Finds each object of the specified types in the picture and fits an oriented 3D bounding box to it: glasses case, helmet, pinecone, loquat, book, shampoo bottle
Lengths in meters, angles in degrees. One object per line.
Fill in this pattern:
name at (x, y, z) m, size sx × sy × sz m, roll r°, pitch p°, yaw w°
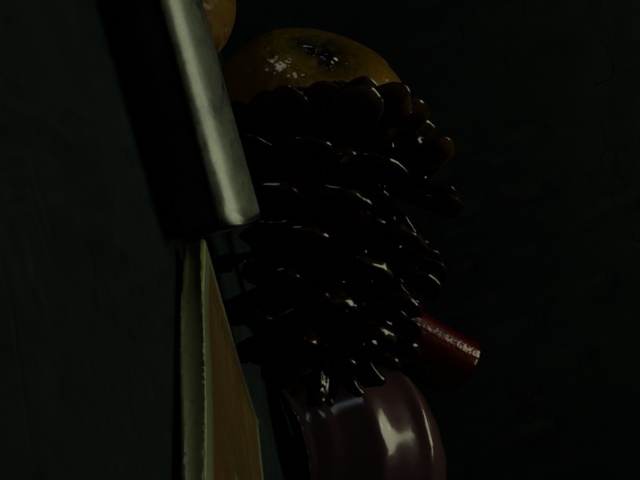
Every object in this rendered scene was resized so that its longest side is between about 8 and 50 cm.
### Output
glasses case at (-0.108, -0.151, 0.557) m, size 0.114 × 0.060 × 0.299 m, roll -119°, pitch -166°, yaw -83°
helmet at (0.059, 0.283, 1.066) m, size 0.338 × 0.197 × 0.270 m, roll 76°, pitch -4°, yaw -57°
pinecone at (-0.001, 0.001, 0.714) m, size 0.246 × 0.247 × 0.292 m, roll 79°, pitch 16°, yaw -65°
loquat at (-0.012, -0.138, 1.020) m, size 0.263 × 0.263 × 0.263 m, roll 165°, pitch -90°, yaw -88°
book at (-0.056, 0.126, 0.500) m, size 0.241 × 0.018 × 0.170 m, roll -107°, pitch -176°, yaw -62°
shampoo bottle at (0.049, 0.092, 1.047) m, size 0.076 × 0.314 × 0.118 m, roll -64°, pitch -168°, yaw -19°

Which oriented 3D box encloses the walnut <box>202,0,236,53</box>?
walnut at (-0.124, -0.235, 0.772) m, size 0.211 × 0.087 × 0.167 m, roll -110°, pitch -171°, yaw -73°
